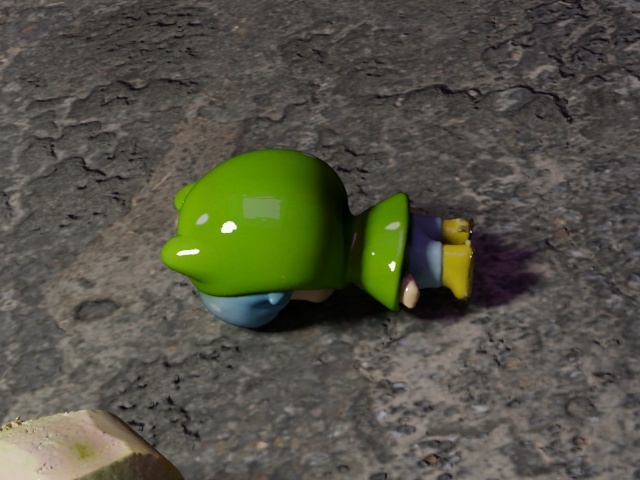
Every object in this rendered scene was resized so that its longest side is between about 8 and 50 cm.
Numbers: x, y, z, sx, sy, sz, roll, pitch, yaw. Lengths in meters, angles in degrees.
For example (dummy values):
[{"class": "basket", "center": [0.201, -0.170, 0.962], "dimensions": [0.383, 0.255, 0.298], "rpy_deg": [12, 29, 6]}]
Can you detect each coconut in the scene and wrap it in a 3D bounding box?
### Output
[{"class": "coconut", "center": [-0.162, 0.195, 1.015], "dimensions": [0.147, 0.147, 0.152], "rpy_deg": [-26, 33, -23]}]

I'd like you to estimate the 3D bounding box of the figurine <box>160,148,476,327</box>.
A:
[{"class": "figurine", "center": [0.000, 0.000, 1.283], "dimensions": [0.263, 0.143, 0.162], "rpy_deg": [5, 40, 1]}]
